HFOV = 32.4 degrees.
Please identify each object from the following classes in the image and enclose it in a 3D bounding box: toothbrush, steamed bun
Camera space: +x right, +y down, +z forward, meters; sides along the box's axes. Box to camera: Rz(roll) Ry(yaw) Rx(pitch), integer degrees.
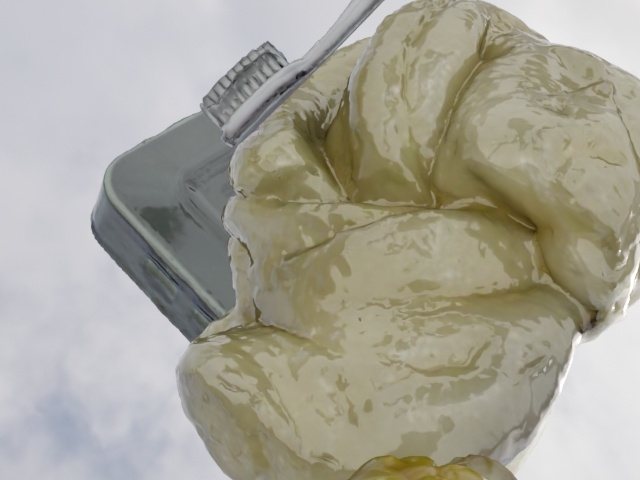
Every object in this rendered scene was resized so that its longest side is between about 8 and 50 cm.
[{"bbox_3d":[0.059,-0.146,0.469,0.026,0.288,0.024,47,-179,-8],"label":"toothbrush"},{"bbox_3d":[0.058,-0.006,0.688,0.372,0.325,0.230,-47,-75,-11],"label":"steamed bun"}]

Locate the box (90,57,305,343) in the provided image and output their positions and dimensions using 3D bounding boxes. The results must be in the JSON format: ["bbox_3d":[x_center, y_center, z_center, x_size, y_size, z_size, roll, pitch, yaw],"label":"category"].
[{"bbox_3d":[0.000,0.000,1.228,0.396,0.111,0.396,45,-133,8],"label":"box"}]

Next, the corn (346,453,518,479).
[{"bbox_3d":[-0.022,0.207,0.321,0.120,0.120,0.363,38,-129,0],"label":"corn"}]
